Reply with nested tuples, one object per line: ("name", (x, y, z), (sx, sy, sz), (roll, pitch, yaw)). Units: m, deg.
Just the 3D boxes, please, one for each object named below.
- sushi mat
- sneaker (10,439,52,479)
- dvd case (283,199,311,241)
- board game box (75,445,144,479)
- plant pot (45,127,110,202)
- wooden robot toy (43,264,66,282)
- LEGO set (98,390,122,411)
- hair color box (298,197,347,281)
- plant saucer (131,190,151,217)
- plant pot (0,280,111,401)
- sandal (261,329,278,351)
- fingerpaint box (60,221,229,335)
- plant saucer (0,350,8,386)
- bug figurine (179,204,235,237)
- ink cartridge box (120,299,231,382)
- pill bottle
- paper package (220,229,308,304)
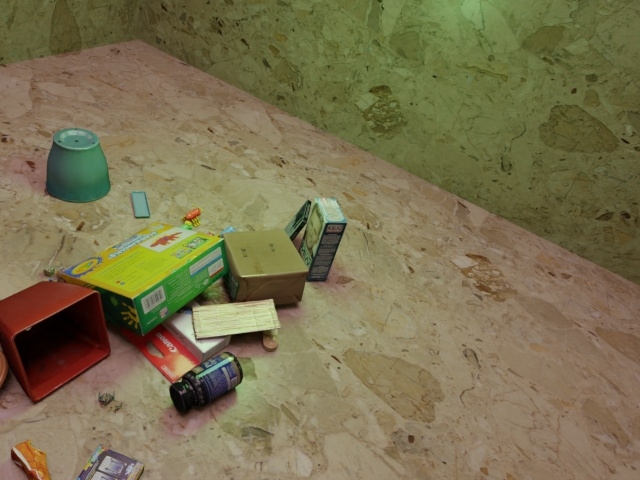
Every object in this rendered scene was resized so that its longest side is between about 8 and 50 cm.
("sushi mat", (-0.313, 0.286, 1.776), (0.316, 0.019, 0.151), (-3, 43, -22))
("sneaker", (-0.752, 0.600, 1.278), (0.175, 0.064, 0.067), (40, 32, 21))
("dvd case", (-0.124, -0.059, 2.235), (0.029, 0.239, 0.179), (30, 35, -15))
("board game box", (-0.581, 0.660, 1.288), (0.141, 0.048, 0.170), (23, 37, 1))
("plant pot", (-1.090, -0.352, 2.159), (0.271, 0.255, 0.272), (13, 37, -10))
("wooden robot toy", (-0.945, 0.126, 1.769), (0.173, 0.079, 0.076), (33, 39, 16))
("LEGO set", (-0.655, 0.498, 1.485), (0.054, 0.023, 0.083), (-26, 69, -41))
("hair color box", (0.000, 0.000, 2.119), (0.105, 0.347, 0.174), (1, 40, -23))
("plant saucer", (-0.838, -0.167, 2.235), (0.067, 0.018, 0.192), (-3, 42, -27))
("plant pot", (-0.859, 0.278, 1.493), (0.235, 0.268, 0.267), (22, 35, 27))
("sandal", (-0.199, 0.310, 1.866), (0.088, 0.079, 0.240), (4, 40, -19))
("fingerpaint box", (-0.626, 0.119, 1.765), (0.370, 0.163, 0.445), (12, 32, 27))
("plant saucer", (-1.019, 0.391, 1.387), (0.199, 0.037, 0.200), (1, 54, -1))
("bug figurine", (-0.532, -0.053, 2.182), (0.278, 0.072, 0.216), (27, 38, 9))
("ink cartridge box", (-0.515, 0.328, 1.718), (0.296, 0.066, 0.261), (35, 39, 20))
("pill bottle", (-0.372, 0.463, 1.564), (0.219, 0.123, 0.123), (-22, 53, -42))
("paper package", (-0.247, 0.108, 2.000), (0.309, 0.168, 0.325), (-3, 36, -26))
